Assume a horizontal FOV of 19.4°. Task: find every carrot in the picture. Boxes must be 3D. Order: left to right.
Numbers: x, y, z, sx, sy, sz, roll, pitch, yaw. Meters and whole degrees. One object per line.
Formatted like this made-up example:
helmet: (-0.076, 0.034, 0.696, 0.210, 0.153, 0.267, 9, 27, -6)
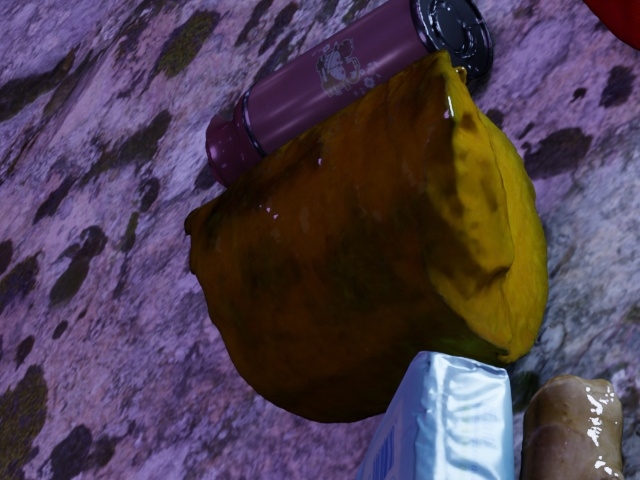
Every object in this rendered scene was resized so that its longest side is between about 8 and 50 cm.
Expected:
carrot: (0.061, 0.004, 1.471, 0.341, 0.241, 0.241, -27, 36, 40)

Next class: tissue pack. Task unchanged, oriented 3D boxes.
tissue pack: (0.074, 0.232, 1.294, 0.263, 0.089, 0.177, -86, 12, -46)

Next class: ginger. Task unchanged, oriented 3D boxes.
ginger: (0.172, 0.168, 1.300, 0.095, 0.069, 0.190, 112, 172, -51)

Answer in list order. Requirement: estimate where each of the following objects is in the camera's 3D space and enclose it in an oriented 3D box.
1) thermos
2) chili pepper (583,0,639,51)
thermos: (0.017, -0.128, 1.852, 0.330, 0.136, 0.109, -28, 8, 36)
chili pepper: (0.281, -0.256, 1.626, 0.137, 0.092, 0.368, -29, 36, 16)
